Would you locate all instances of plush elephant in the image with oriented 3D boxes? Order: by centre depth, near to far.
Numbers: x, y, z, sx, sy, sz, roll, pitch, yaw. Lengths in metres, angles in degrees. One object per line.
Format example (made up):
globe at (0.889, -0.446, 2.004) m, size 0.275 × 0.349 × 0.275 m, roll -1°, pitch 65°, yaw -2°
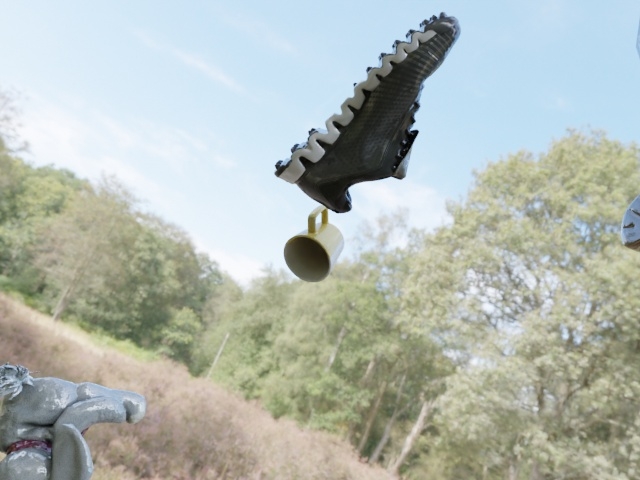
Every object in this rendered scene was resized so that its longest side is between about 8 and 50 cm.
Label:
plush elephant at (-0.513, 0.397, 1.104) m, size 0.272 × 0.255 × 0.330 m, roll -12°, pitch -32°, yaw 9°

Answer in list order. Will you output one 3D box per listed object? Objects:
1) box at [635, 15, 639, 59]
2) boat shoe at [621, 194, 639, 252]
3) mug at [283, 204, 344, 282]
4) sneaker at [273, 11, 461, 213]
box at (0.522, -0.308, 0.900) m, size 0.062 × 0.052 × 0.083 m, roll -13°, pitch -22°, yaw 20°
boat shoe at (0.490, -0.063, 0.691) m, size 0.098 × 0.109 × 0.302 m, roll 21°, pitch -31°, yaw -4°
mug at (0.002, 0.004, 0.703) m, size 0.062 × 0.064 × 0.078 m, roll 41°, pitch -52°, yaw 4°
sneaker at (0.066, -0.118, 0.602) m, size 0.106 × 0.234 × 0.078 m, roll 44°, pitch 14°, yaw -8°
